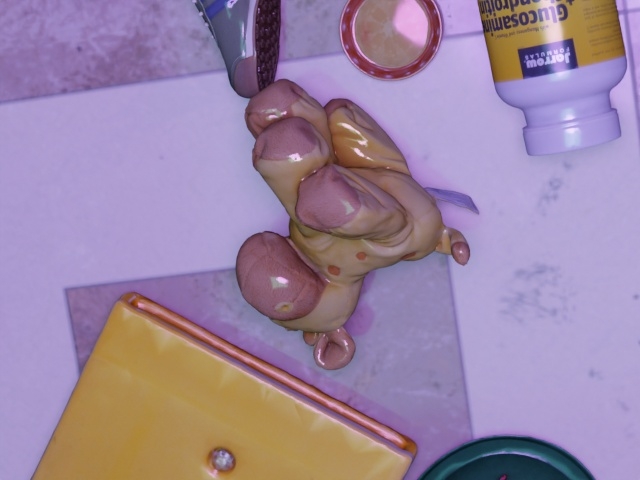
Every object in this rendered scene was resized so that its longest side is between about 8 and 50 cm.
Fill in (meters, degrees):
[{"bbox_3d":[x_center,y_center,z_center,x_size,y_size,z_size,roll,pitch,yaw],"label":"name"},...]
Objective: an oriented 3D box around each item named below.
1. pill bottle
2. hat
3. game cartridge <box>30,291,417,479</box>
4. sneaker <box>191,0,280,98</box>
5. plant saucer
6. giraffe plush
[{"bbox_3d":[0.177,-0.162,1.163,0.103,0.103,0.184,-11,97,11],"label":"pill bottle"},{"bbox_3d":[0.132,0.271,1.203,0.208,0.183,0.173,-40,92,13],"label":"hat"},{"bbox_3d":[-0.113,0.248,1.314,0.285,0.052,0.323,28,105,4],"label":"game cartridge"},{"bbox_3d":[-0.081,-0.211,1.223,0.086,0.064,0.192,3,100,17],"label":"sneaker"},{"bbox_3d":[0.057,-0.171,1.228,0.084,0.013,0.083,1,99,9],"label":"plant saucer"},{"bbox_3d":[0.000,0.000,1.210,0.210,0.181,0.170,26,118,-31],"label":"giraffe plush"}]
